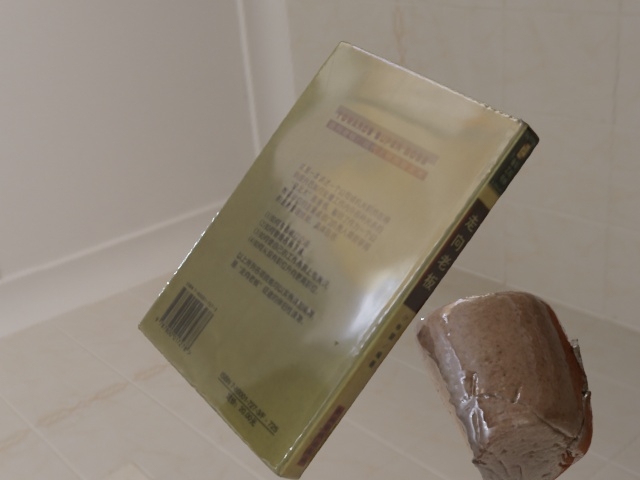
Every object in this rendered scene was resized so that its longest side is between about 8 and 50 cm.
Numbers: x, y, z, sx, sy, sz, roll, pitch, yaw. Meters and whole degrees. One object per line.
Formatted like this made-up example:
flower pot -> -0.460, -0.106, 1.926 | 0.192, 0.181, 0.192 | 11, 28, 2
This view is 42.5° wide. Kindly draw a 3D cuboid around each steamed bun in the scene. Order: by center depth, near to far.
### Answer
steamed bun -> 0.274, 0.201, 1.129 | 0.199, 0.252, 0.301 | -29, -32, 9

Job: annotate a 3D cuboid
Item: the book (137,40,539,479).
book -> 0.000, 0.000, 0.489 | 0.231, 0.161, 0.026 | -54, -41, 1
